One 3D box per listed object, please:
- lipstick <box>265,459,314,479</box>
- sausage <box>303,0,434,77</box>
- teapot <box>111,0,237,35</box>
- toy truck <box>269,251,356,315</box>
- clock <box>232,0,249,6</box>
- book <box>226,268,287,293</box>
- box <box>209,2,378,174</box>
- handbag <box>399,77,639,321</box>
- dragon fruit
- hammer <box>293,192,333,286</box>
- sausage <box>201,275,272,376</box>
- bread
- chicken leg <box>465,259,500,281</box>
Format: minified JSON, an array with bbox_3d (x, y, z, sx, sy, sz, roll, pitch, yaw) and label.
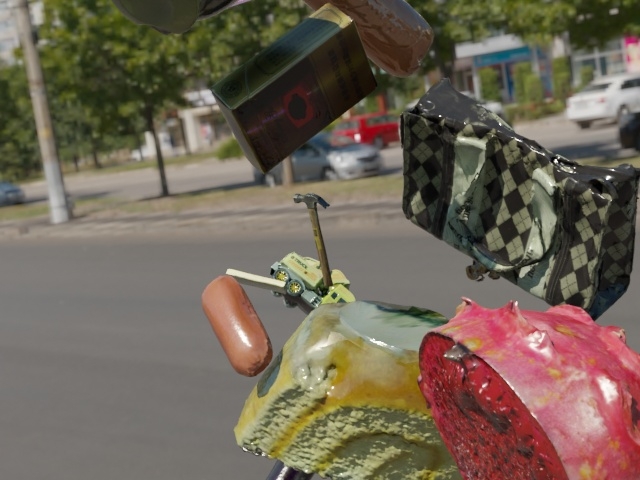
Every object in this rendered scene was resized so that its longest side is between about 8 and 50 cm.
[{"bbox_3d":[-0.033,0.428,2.054,0.081,0.081,0.300,-2,47,52],"label":"lipstick"},{"bbox_3d":[0.075,-0.416,1.838,0.121,0.304,0.121,-45,21,23],"label":"sausage"},{"bbox_3d":[-0.173,-0.420,1.357,0.239,0.239,0.321,28,-33,-7],"label":"teapot"},{"bbox_3d":[-0.010,0.099,2.099,0.116,0.191,0.085,-46,-13,-21],"label":"toy truck"},{"bbox_3d":[-0.149,-0.444,1.684,0.152,0.110,0.050,-14,35,18],"label":"clock"},{"bbox_3d":[-0.117,0.077,1.905,0.111,0.014,0.077,13,-12,4],"label":"book"},{"bbox_3d":[-0.036,-0.235,1.595,0.240,0.159,0.071,-38,51,-11],"label":"box"},{"bbox_3d":[0.338,-0.079,1.747,0.416,0.317,0.180,33,60,28],"label":"handbag"},{"bbox_3d":[0.298,0.227,1.281,0.249,0.371,0.386,-26,30,-15],"label":"dragon fruit"},{"bbox_3d":[0.000,0.000,1.827,0.062,0.182,0.017,-1,24,29],"label":"hammer"},{"bbox_3d":[-0.133,0.135,1.629,0.077,0.077,0.194,-12,48,-26],"label":"sausage"},{"bbox_3d":[0.066,0.228,1.660,0.395,0.264,0.239,8,36,2],"label":"bread"},{"bbox_3d":[0.420,0.051,2.478,0.207,0.085,0.101,-23,-4,-37],"label":"chicken leg"}]
